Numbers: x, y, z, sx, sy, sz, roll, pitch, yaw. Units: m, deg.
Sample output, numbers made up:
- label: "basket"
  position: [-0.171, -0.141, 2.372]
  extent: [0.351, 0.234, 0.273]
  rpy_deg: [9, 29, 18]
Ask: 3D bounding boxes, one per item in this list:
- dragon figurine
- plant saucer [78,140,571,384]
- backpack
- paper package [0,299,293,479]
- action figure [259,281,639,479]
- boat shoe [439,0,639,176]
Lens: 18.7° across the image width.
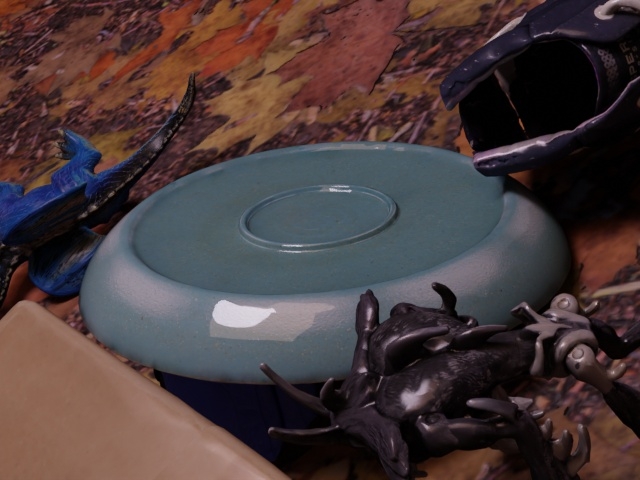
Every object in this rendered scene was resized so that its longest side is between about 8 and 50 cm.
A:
- label: "dragon figurine"
  position: [-0.202, -0.013, 1.527]
  extent: [0.289, 0.085, 0.144]
  rpy_deg: [-27, 30, 9]
- label: "plant saucer"
  position: [0.000, 0.000, 1.242]
  extent: [0.317, 0.044, 0.317]
  rpy_deg: [-5, 23, 2]
- label: "backpack"
  position: [-0.053, 0.083, 1.241]
  extent: [0.101, 0.098, 0.120]
  rpy_deg: [-9, 22, -1]
- label: "paper package"
  position: [-0.131, 0.238, 0.911]
  extent: [0.325, 0.168, 0.309]
  rpy_deg: [-48, 45, -13]
- label: "action figure"
  position: [0.114, 0.090, 1.033]
  extent: [0.275, 0.141, 0.164]
  rpy_deg: [-12, 34, 2]
- label: "boat shoe"
  position: [0.234, -0.131, 1.222]
  extent: [0.340, 0.127, 0.158]
  rpy_deg: [-27, 3, 25]
